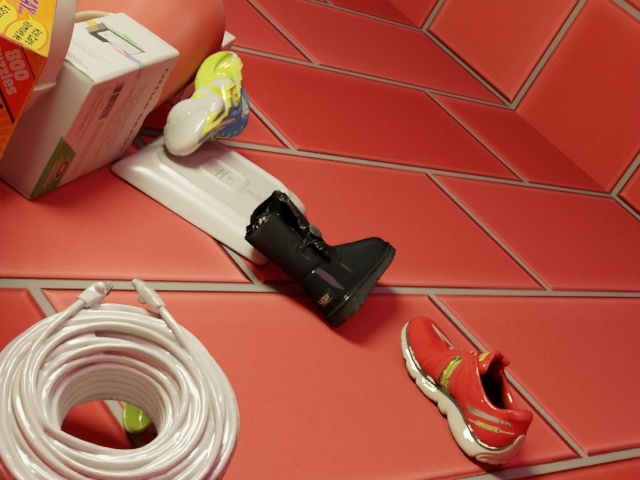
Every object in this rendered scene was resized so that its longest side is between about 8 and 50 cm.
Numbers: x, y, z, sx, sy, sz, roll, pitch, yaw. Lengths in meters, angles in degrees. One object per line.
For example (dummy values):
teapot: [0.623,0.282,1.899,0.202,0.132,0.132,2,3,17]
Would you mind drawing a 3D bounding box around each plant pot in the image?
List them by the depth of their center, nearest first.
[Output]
plant pot: [-0.164,0.189,1.393,0.079,0.083,0.083,31,20,-33]
plant pot: [-0.312,-0.324,2.017,0.274,0.275,0.243,30,33,-5]

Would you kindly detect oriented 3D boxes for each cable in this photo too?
cable: [-0.211,0.178,1.244,0.257,0.089,0.257,43,49,21]

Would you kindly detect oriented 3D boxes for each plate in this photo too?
plate: [-0.160,-0.090,1.984,0.278,0.045,0.277,33,22,2]

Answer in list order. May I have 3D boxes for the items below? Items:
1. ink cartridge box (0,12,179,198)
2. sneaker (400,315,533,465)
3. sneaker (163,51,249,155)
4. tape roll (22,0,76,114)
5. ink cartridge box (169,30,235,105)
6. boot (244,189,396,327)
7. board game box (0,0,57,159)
ink cartridge box: [-0.340,-0.198,1.770,0.117,0.201,0.278,36,23,5]
sneaker: [0.218,0.193,1.791,0.107,0.118,0.279,12,30,-40]
sneaker: [-0.167,-0.192,2.007,0.091,0.126,0.240,-1,44,28]
tape roll: [-0.494,-0.323,1.599,0.392,0.392,0.072,35,23,8]
ink cartridge box: [-0.277,-0.356,2.297,0.172,0.100,0.237,32,23,0]
boot: [0.000,0.000,1.891,0.207,0.094,0.246,46,29,-4]
board game box: [-0.515,-0.189,1.341,0.356,0.357,0.356,22,25,-20]
